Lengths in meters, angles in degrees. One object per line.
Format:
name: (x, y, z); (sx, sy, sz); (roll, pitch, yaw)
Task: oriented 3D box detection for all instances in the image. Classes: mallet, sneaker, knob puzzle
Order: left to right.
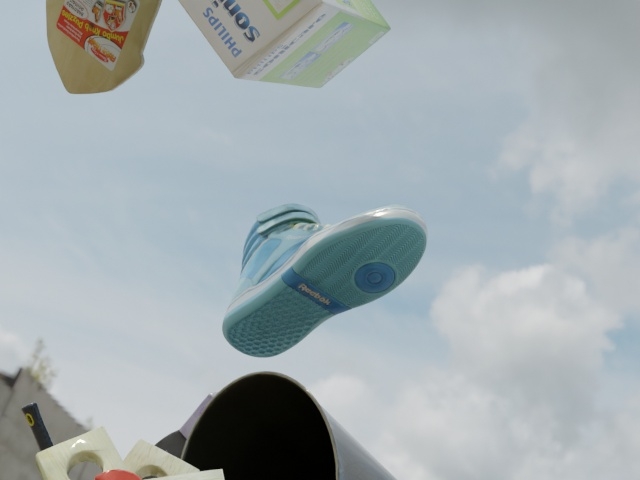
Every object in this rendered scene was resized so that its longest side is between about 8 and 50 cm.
mallet: (-0.265, 0.258, 1.002); (0.062, 0.039, 0.190); (-33, -97, 31)
knob puzzle: (-0.303, -0.287, 1.347); (0.213, 0.213, 0.030); (4, 10, 31)
sneaker: (0.000, 0.000, 1.299); (0.319, 0.208, 0.127); (-31, -56, 27)

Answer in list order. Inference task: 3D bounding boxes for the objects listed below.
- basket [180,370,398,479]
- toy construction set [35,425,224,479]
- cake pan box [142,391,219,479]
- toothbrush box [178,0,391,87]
basket: (0.005, 0.245, 0.838); (0.154, 0.204, 0.227); (-28, -42, 18)
toy construction set: (-0.147, 0.238, 0.486); (0.214, 0.151, 0.328); (9, -55, -6)
cake pan box: (-0.125, 0.365, 1.275); (0.267, 0.246, 0.070); (44, 8, 22)
toothbrush box: (-0.057, -0.283, 1.064); (0.122, 0.283, 0.206); (-37, -96, 19)
